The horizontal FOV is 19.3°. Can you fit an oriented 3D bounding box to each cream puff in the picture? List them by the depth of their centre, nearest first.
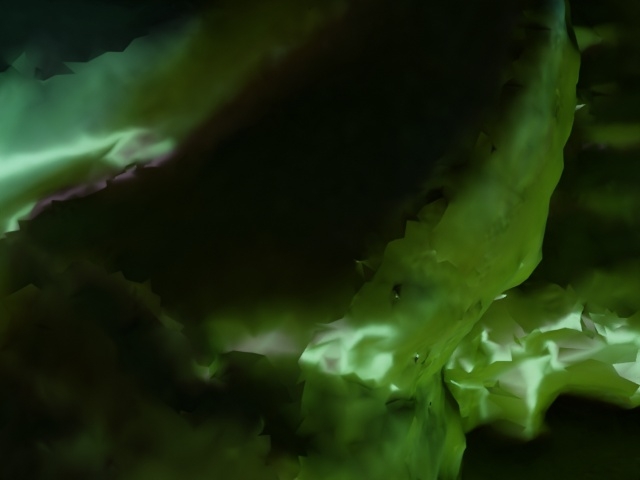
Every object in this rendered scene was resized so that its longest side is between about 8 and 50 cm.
[{"bbox_3d":[0.000,0.000,0.580,0.378,0.275,0.378,25,176,2],"label":"cream puff"}]
